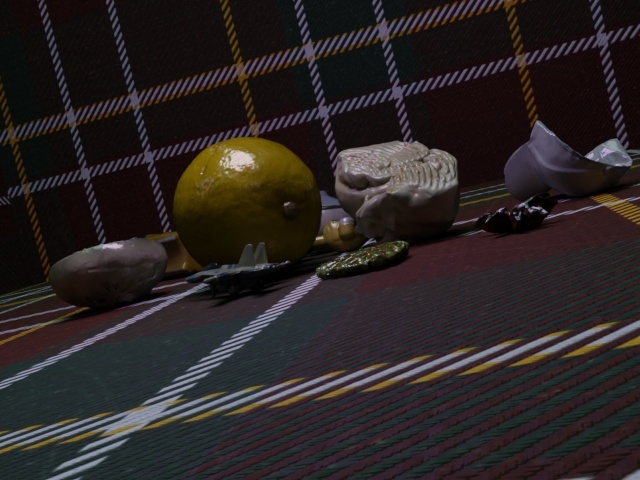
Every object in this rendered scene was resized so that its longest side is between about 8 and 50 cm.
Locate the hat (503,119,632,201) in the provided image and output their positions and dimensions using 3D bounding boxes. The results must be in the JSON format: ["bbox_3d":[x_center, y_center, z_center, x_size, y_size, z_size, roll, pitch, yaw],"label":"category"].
[{"bbox_3d":[0.598,-0.160,1.979,0.257,0.168,0.301,9,-30,-22],"label":"hat"}]

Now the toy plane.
[{"bbox_3d":[-0.182,0.076,1.582,0.262,0.088,0.192,-23,-9,41],"label":"toy plane"}]

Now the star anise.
[{"bbox_3d":[0.379,-0.045,1.544,0.167,0.057,0.168,-23,3,1],"label":"star anise"}]

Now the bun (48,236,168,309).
[{"bbox_3d":[-0.516,0.093,1.945,0.287,0.146,0.287,-14,-11,-3],"label":"bun"}]

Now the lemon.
[{"bbox_3d":[-0.160,-0.070,1.772,0.347,0.348,0.348,-13,4,1],"label":"lemon"}]

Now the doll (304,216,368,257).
[{"bbox_3d":[0.000,-0.001,1.951,0.290,0.086,0.117,-13,-12,13],"label":"doll"}]

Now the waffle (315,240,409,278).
[{"bbox_3d":[0.082,0.035,1.528,0.169,0.036,0.183,-13,3,26],"label":"waffle"}]

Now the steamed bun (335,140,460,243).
[{"bbox_3d":[0.175,-0.093,1.816,0.288,0.203,0.276,-2,33,11],"label":"steamed bun"}]

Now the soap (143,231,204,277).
[{"bbox_3d":[-0.451,0.030,2.523,0.334,0.156,0.293,-10,8,35],"label":"soap"}]

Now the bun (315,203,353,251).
[{"bbox_3d":[0.006,-0.029,2.077,0.172,0.120,0.173,-7,-3,0],"label":"bun"}]

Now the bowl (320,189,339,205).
[{"bbox_3d":[-0.036,-0.062,2.419,0.345,0.157,0.345,-13,5,1],"label":"bowl"}]
